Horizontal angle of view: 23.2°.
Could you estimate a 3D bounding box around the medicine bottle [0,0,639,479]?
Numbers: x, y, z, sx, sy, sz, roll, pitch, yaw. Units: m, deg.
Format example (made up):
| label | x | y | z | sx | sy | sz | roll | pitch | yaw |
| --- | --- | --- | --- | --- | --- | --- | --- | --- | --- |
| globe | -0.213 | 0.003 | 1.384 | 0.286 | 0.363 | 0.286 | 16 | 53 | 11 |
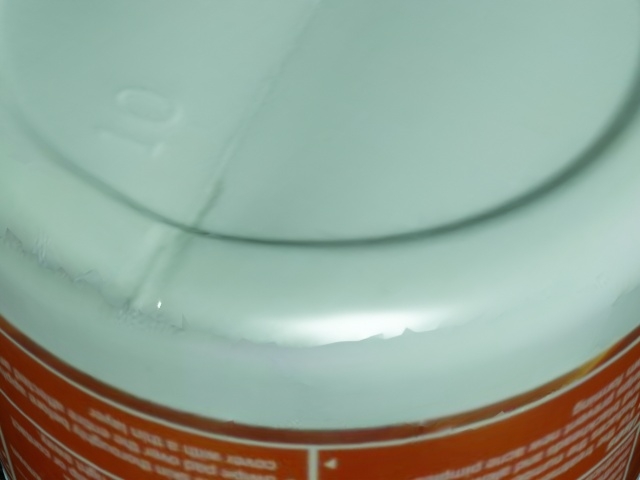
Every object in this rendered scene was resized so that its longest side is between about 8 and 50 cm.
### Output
| label | x | y | z | sx | sy | sz | roll | pitch | yaw |
| --- | --- | --- | --- | --- | --- | --- | --- | --- | --- |
| medicine bottle | 0.000 | 0.000 | 0.532 | 0.252 | 0.253 | 0.241 | 9 | 142 | 6 |
